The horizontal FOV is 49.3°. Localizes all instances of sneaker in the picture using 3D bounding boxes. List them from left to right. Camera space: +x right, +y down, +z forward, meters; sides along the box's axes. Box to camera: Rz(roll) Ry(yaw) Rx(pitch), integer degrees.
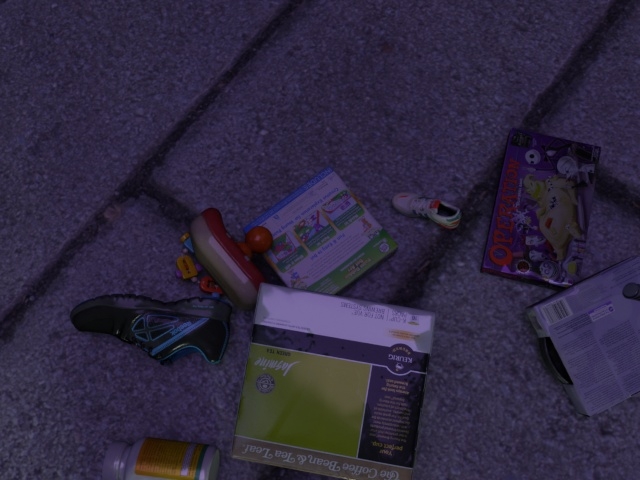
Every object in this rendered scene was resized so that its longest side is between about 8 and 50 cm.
[{"bbox_3d":[-0.358,0.187,1.455,0.341,0.125,0.140,0,76,5],"label":"sneaker"},{"bbox_3d":[0.237,-0.078,1.544,0.161,0.075,0.057,21,73,9],"label":"sneaker"}]

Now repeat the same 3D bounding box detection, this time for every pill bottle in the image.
[{"bbox_3d":[-0.311,0.450,1.368,0.208,0.117,0.117,5,72,4],"label":"pill bottle"}]

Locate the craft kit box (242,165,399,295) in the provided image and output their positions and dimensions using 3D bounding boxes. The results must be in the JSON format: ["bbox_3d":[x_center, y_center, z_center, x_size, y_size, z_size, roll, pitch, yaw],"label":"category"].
[{"bbox_3d":[0.000,0.000,1.540,0.250,0.061,0.246,-36,71,-9],"label":"craft kit box"}]

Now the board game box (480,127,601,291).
[{"bbox_3d":[0.490,-0.070,1.549,0.208,0.056,0.347,12,73,11],"label":"board game box"}]

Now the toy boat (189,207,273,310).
[{"bbox_3d":[-0.166,0.023,1.464,0.151,0.151,0.231,-38,83,-20],"label":"toy boat"}]

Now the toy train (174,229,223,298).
[{"bbox_3d":[-0.259,0.052,1.540,0.125,0.046,0.166,9,62,-18],"label":"toy train"}]

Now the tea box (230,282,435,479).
[{"bbox_3d":[0.030,0.270,1.336,0.329,0.220,0.323,10,82,5],"label":"tea box"}]

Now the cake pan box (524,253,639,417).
[{"bbox_3d":[0.584,0.195,1.423,0.267,0.070,0.246,-26,82,-6],"label":"cake pan box"}]
